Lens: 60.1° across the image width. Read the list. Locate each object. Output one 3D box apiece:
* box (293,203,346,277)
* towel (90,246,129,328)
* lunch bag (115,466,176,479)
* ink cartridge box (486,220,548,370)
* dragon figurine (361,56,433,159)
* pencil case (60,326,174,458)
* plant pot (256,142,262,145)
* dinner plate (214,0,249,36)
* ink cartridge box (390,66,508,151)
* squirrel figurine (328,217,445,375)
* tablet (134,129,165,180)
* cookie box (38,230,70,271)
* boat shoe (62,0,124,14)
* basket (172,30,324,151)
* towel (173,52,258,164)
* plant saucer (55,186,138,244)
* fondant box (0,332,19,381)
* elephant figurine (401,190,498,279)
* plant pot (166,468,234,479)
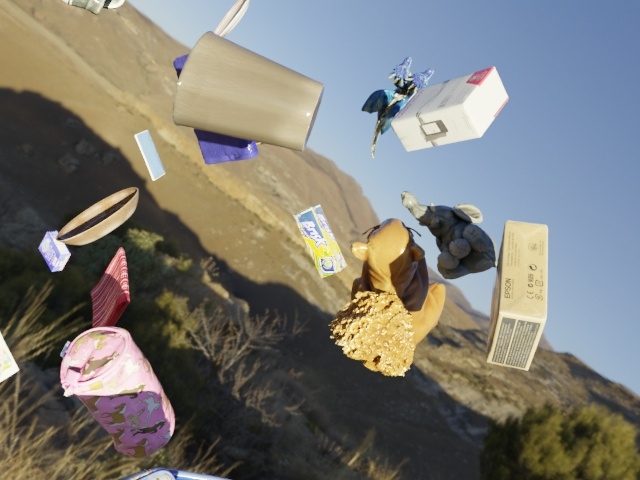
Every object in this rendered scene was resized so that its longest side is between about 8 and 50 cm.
[{"bbox_3d":[0.000,0.000,1.332,0.168,0.054,0.059,65,24,-3],"label":"box"},{"bbox_3d":[-0.637,0.166,1.664,0.031,0.198,0.274,26,20,-35],"label":"towel"},{"bbox_3d":[-0.322,0.515,0.878,0.303,0.115,0.243,6,63,-62],"label":"lunch bag"},{"bbox_3d":[0.395,0.109,1.112,0.088,0.234,0.193,8,-40,14],"label":"ink cartridge box"},{"bbox_3d":[0.154,-0.294,1.234,0.144,0.289,0.085,-26,75,-48],"label":"dragon figurine"},{"bbox_3d":[-0.467,0.370,1.310,0.385,0.167,0.160,81,-3,-46],"label":"pencil case"},{"bbox_3d":[-0.186,-0.405,1.875,0.236,0.236,0.032,44,-7,41],"label":"plant pot"},{"bbox_3d":[-0.196,-0.500,1.241,0.017,0.141,0.141,35,5,-28],"label":"dinner plate"},{"bbox_3d":[0.204,-0.208,0.890,0.151,0.109,0.063,-2,-49,51],"label":"ink cartridge box"},{"bbox_3d":[0.187,0.148,1.478,0.281,0.396,0.370,10,-38,14],"label":"squirrel figurine"},{"bbox_3d":[-0.298,-0.149,0.968,0.054,0.006,0.083,-73,146,-68],"label":"tablet"},{"bbox_3d":[-0.903,0.037,1.878,0.040,0.092,0.107,-11,60,-54],"label":"cookie box"},{"bbox_3d":[-0.552,-0.630,1.389,0.119,0.121,0.335,33,31,-22],"label":"boat shoe"},{"bbox_3d":[-0.119,-0.254,0.994,0.227,0.204,0.154,19,-39,-1],"label":"basket"},{"bbox_3d":[-0.278,-0.365,1.509,0.228,0.076,0.307,2,-65,44],"label":"towel"},{"bbox_3d":[-0.472,-0.046,1.194,0.036,0.199,0.198,61,-6,-24],"label":"plant saucer"},{"bbox_3d":[-0.976,0.315,1.385,0.330,0.096,0.238,-38,116,-51],"label":"fondant box"},{"bbox_3d":[0.335,-0.030,1.398,0.186,0.170,0.239,56,11,-41],"label":"elephant figurine"},{"bbox_3d":[-0.279,0.679,1.215,0.236,0.212,0.236,18,22,-15],"label":"plant pot"}]
